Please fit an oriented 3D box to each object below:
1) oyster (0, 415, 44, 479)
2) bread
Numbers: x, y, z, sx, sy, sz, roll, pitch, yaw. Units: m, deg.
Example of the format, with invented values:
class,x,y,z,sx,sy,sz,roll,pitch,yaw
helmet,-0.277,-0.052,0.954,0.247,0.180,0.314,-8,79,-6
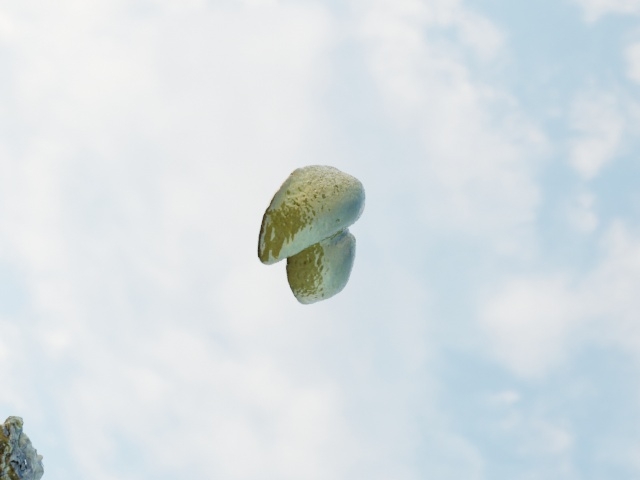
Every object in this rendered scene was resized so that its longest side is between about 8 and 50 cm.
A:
class,x,y,z,sx,sy,sz,roll,pitch,yaw
oyster,-0.396,0.281,1.807,0.053,0.108,0.166,40,-26,41
bread,0.000,0.000,1.500,0.065,0.187,0.149,10,-78,26
